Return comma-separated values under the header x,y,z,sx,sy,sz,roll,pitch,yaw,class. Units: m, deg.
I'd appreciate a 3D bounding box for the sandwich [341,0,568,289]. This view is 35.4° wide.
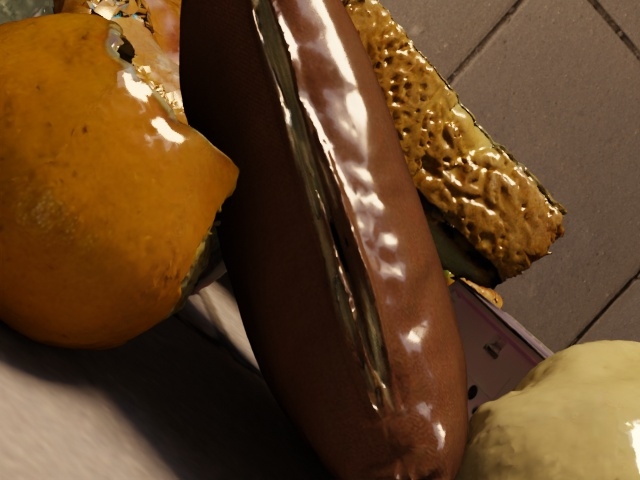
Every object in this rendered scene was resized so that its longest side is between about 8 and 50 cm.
x,y,z,sx,sy,sz,roll,pitch,yaw,class
0.069,-0.087,0.912,0.273,0.095,0.249,46,-5,-14,sandwich

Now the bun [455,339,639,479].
x,y,z,sx,sy,sz,roll,pitch,yaw,class
0.165,0.175,0.530,0.259,0.160,0.259,27,51,-39,bun

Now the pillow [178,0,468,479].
x,y,z,sx,sy,sz,roll,pitch,yaw,class
0.000,0.000,0.576,0.305,0.108,0.308,79,-6,-78,pillow

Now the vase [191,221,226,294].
x,y,z,sx,sy,sz,roll,pitch,yaw,class
-0.147,-0.054,0.757,0.214,0.086,0.086,46,5,7,vase

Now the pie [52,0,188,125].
x,y,z,sx,sy,sz,roll,pitch,yaw,class
-0.112,-0.140,0.796,0.273,0.069,0.273,41,15,-14,pie

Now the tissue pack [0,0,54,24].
x,y,z,sx,sy,sz,roll,pitch,yaw,class
-0.188,-0.148,1.022,0.311,0.128,0.228,40,4,-43,tissue pack

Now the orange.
x,y,z,sx,sy,sz,roll,pitch,yaw,class
-0.110,-0.029,0.451,0.156,0.134,0.156,38,20,-17,orange

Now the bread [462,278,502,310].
x,y,z,sx,sy,sz,roll,pitch,yaw,class
0.129,0.090,1.271,0.149,0.158,0.143,36,6,-8,bread

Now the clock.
x,y,z,sx,sy,sz,roll,pitch,yaw,class
0.123,0.132,0.815,0.073,0.145,0.193,34,7,-26,clock

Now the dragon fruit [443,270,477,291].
x,y,z,sx,sy,sz,roll,pitch,yaw,class
0.125,0.104,1.090,0.172,0.160,0.166,47,-36,25,dragon fruit
